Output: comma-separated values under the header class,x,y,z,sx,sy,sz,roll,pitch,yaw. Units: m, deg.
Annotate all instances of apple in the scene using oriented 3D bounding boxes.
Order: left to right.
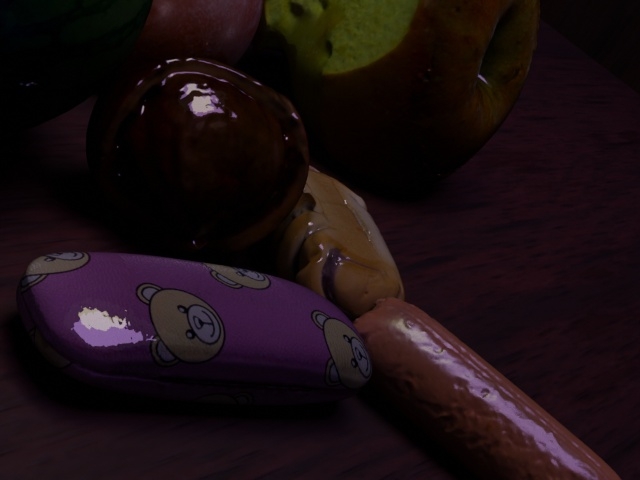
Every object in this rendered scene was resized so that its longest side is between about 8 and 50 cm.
class,x,y,z,sx,sy,sz,roll,pitch,yaw
apple,0.080,-0.264,1.571,0.374,0.374,0.384,34,63,3

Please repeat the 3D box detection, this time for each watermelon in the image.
class,x,y,z,sx,sy,sz,roll,pitch,yaw
watermelon,-0.293,-0.249,1.023,0.363,0.363,0.363,27,25,-14

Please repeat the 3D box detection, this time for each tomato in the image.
class,x,y,z,sx,sy,sz,roll,pitch,yaw
tomato,-0.188,-0.299,1.374,0.270,0.227,0.270,29,22,-13

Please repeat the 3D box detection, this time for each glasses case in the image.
class,x,y,z,sx,sy,sz,roll,pitch,yaw
glasses case,-0.089,0.072,0.981,0.316,0.076,0.123,10,32,-41

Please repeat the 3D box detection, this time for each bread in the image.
class,x,y,z,sx,sy,sz,roll,pitch,yaw
bread,0.000,0.000,1.221,0.134,0.081,0.225,25,23,-31

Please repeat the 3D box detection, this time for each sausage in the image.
class,x,y,z,sx,sy,sz,roll,pitch,yaw
sausage,0.141,0.157,1.092,0.289,0.086,0.086,39,25,14

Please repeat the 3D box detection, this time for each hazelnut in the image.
class,x,y,z,sx,sy,sz,roll,pitch,yaw
hazelnut,-0.108,-0.083,1.128,0.201,0.170,0.160,14,29,-8
